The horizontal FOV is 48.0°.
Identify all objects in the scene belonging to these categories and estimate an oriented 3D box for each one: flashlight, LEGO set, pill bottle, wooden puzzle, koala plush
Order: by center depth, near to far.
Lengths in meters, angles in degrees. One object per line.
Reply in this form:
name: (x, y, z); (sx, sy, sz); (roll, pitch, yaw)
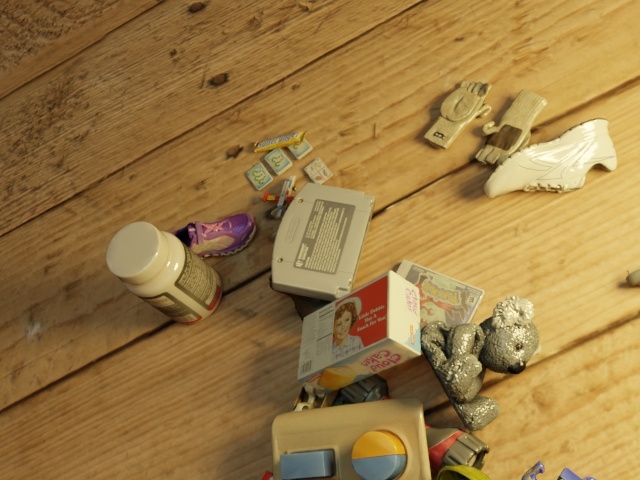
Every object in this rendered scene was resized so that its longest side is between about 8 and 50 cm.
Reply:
wooden puzzle: (0.047, 0.476, 1.337); (0.322, 0.080, 0.347); (-13, 65, 23)
koala plush: (0.319, 0.207, 1.380); (0.221, 0.196, 0.203); (-29, 40, 1)
flashlight: (0.180, 0.358, 1.421); (0.103, 0.103, 0.304); (-23, 43, -39)
pill bottle: (-0.359, 0.076, 1.669); (0.161, 0.283, 0.161); (-9, 61, 17)
LEGO set: (-0.076, -0.160, 1.810); (0.182, 0.060, 0.244); (-37, 54, 2)

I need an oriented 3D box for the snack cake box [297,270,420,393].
snack cake box: (0.074, 0.188, 1.440); (0.264, 0.089, 0.152); (-32, 38, 39)

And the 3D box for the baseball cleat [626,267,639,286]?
baseball cleat: (0.700, 0.073, 1.372); (0.206, 0.072, 0.109); (-19, 65, 16)

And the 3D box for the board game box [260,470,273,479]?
board game box: (-0.063, 0.574, 1.436); (0.194, 0.045, 0.146); (21, 74, 29)

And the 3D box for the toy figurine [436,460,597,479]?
toy figurine: (0.405, 0.488, 1.269); (0.363, 0.191, 0.217); (33, 51, 30)

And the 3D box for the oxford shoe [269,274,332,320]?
oxford shoe: (-0.034, 0.139, 1.627); (0.227, 0.083, 0.096); (22, 76, 30)

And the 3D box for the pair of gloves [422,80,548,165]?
pair of gloves: (0.388, -0.278, 1.694); (0.240, 0.042, 0.204); (24, 79, 32)

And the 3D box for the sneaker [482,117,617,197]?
sneaker: (0.495, -0.154, 1.545); (0.297, 0.111, 0.129); (-24, 83, 10)

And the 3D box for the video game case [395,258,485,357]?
video game case: (0.225, 0.152, 1.550); (0.201, 0.023, 0.183); (22, 74, 29)

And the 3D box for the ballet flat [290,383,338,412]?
ballet flat: (-0.018, 0.341, 1.521); (0.080, 0.073, 0.232); (12, 69, 29)

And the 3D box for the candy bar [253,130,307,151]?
candy bar: (-0.106, -0.258, 1.881); (0.162, 0.018, 0.040); (-7, 51, 29)

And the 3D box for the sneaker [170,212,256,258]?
sneaker: (-0.278, -0.013, 1.790); (0.237, 0.104, 0.095); (-20, 57, 10)

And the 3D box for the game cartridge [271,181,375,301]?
game cartridge: (0.000, 0.000, 1.635); (0.198, 0.062, 0.297); (8, 54, 14)
